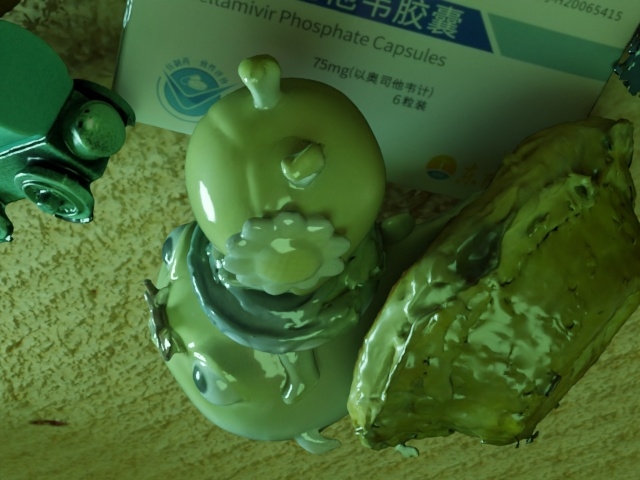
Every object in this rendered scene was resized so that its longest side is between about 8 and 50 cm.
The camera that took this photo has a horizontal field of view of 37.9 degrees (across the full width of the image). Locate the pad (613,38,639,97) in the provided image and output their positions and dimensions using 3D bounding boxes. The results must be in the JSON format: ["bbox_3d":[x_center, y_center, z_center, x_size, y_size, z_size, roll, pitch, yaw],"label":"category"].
[{"bbox_3d":[0.379,-0.154,0.657,0.269,0.012,0.269,26,121,-34],"label":"pad"}]

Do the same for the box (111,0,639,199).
[{"bbox_3d":[0.036,-0.146,0.672,0.343,0.065,0.200,13,128,-10],"label":"box"}]

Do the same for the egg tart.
[{"bbox_3d":[0.145,0.049,0.654,0.116,0.294,0.295,39,133,25],"label":"egg tart"}]

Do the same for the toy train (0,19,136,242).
[{"bbox_3d":[-0.243,-0.079,0.665,0.159,0.101,0.248,38,151,-32],"label":"toy train"}]

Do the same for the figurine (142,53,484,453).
[{"bbox_3d":[0.000,0.000,0.643,0.274,0.227,0.394,-20,158,-6],"label":"figurine"}]

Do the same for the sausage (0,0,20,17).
[{"bbox_3d":[-0.212,-0.293,0.524,0.134,0.116,0.354,16,126,-7],"label":"sausage"}]
